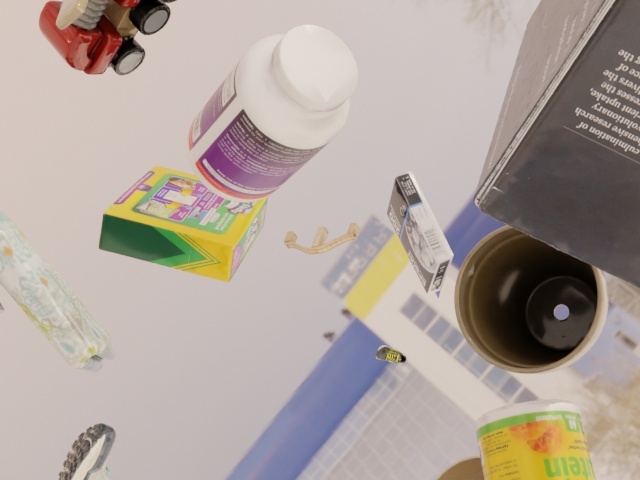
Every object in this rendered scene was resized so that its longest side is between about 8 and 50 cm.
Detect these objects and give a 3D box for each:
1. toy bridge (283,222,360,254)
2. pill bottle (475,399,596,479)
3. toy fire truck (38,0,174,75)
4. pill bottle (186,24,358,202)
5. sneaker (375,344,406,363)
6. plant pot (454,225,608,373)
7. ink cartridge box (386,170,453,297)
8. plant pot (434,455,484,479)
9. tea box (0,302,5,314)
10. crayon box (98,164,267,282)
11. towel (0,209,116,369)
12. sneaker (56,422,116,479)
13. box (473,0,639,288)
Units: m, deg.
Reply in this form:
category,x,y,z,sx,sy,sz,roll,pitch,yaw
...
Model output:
category,x,y,z,sx,sy,sz,roll,pitch,yaw
toy bridge,0.000,0.000,1.923,0.026,0.188,0.063,55,-137,-37
pill bottle,0.281,0.335,1.096,0.136,0.246,0.136,-5,-26,-3
toy fire truck,-0.317,-0.325,1.223,0.217,0.158,0.246,-48,-14,29
pill bottle,-0.074,-0.192,1.348,0.181,0.181,0.323,-36,1,-34
sneaker,0.149,0.239,1.835,0.083,0.035,0.031,9,-81,-46
plant pot,0.496,0.142,1.951,0.323,0.323,0.280,-53,-31,10
ink cartridge box,0.196,-0.002,1.786,0.045,0.206,0.208,-19,-25,-10
plant pot,0.345,0.570,1.659,0.191,0.284,0.284,30,-78,-38
tea box,-0.835,0.122,1.642,0.329,0.323,0.220,-47,-32,-2
crayon box,-0.319,-0.048,2.138,0.363,0.313,0.106,-66,-9,-66
towel,-0.522,0.110,1.693,0.090,0.320,0.374,-41,-2,-13
sneaker,-0.415,0.463,1.577,0.283,0.122,0.110,-66,22,4
box,0.451,-0.276,1.078,0.472,0.297,0.480,-62,2,47
